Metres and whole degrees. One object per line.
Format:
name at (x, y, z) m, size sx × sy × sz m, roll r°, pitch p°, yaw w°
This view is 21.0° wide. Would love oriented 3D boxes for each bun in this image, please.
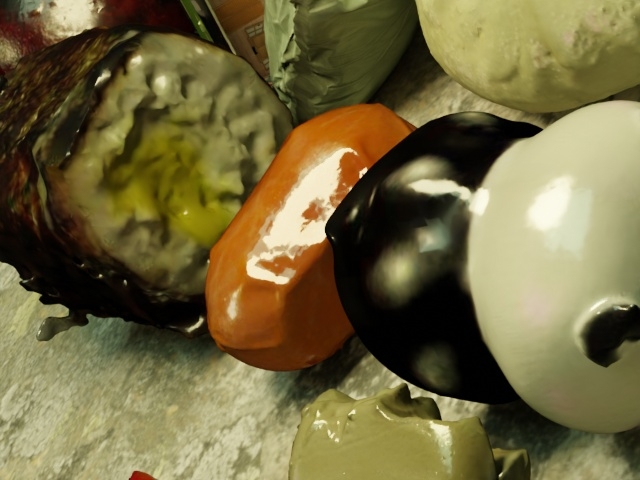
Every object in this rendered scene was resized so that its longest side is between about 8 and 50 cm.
bun at (0.218, -0.285, 1.503) m, size 0.365 × 0.219 × 0.365 m, roll -31°, pitch 35°, yaw 25°

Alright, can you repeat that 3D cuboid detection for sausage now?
sausage at (0.001, 0.000, 1.559) m, size 0.268 × 0.153 × 0.141 m, roll -53°, pitch 37°, yaw 0°

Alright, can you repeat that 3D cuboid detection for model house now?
model house at (-0.068, -0.265, 1.848) m, size 0.154 × 0.294 × 0.207 m, roll -31°, pitch 32°, yaw -4°

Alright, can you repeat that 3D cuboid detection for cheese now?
cheese at (0.069, 0.192, 1.296) m, size 0.202 × 0.091 × 0.175 m, roll -13°, pitch 72°, yaw 45°

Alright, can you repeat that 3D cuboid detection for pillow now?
pillow at (0.044, -0.277, 1.707) m, size 0.138 × 0.310 × 0.283 m, roll 26°, pitch 70°, yaw 14°

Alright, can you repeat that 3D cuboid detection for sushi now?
sushi at (-0.192, -0.058, 1.754) m, size 0.294 × 0.299 × 0.281 m, roll -1°, pitch 39°, yaw 52°

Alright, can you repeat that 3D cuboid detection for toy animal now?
toy animal at (0.171, 0.014, 1.255) m, size 0.310 × 0.251 × 0.251 m, roll -11°, pitch 49°, yaw 57°

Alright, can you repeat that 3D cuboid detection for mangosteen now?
mangosteen at (-0.284, -0.240, 2.070) m, size 0.293 × 0.297 × 0.297 m, roll -44°, pitch 31°, yaw 9°

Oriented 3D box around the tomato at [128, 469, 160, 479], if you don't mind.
tomato at (-0.155, 0.289, 1.536) m, size 0.139 × 0.091 × 0.159 m, roll -75°, pitch 9°, yaw -48°
